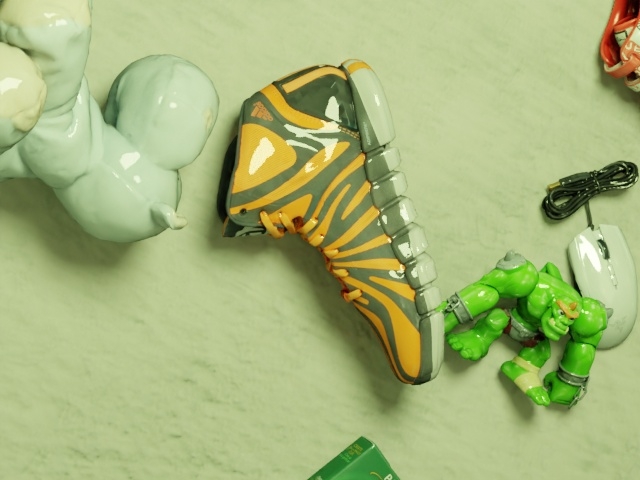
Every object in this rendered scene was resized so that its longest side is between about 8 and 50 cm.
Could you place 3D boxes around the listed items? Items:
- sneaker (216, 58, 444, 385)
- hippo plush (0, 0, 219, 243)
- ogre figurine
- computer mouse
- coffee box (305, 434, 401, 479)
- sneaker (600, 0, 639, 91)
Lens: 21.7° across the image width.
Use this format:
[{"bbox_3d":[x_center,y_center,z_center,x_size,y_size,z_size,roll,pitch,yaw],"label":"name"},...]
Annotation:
[{"bbox_3d":[0.000,0.000,1.586,0.180,0.124,0.321,-17,92,-11],"label":"sneaker"},{"bbox_3d":[-0.208,-0.090,1.432,0.237,0.234,0.294,29,87,-19],"label":"hippo plush"},{"bbox_3d":[0.208,0.084,1.673,0.197,0.097,0.118,34,104,-4],"label":"ogre figurine"},{"bbox_3d":[0.293,0.021,1.714,0.106,0.042,0.193,-17,102,-17],"label":"computer mouse"},{"bbox_3d":[0.007,0.294,1.658,0.184,0.040,0.113,-39,108,-9],"label":"coffee box"},{"bbox_3d":[0.354,-0.144,1.689,0.145,0.090,0.270,1,94,-17],"label":"sneaker"}]
